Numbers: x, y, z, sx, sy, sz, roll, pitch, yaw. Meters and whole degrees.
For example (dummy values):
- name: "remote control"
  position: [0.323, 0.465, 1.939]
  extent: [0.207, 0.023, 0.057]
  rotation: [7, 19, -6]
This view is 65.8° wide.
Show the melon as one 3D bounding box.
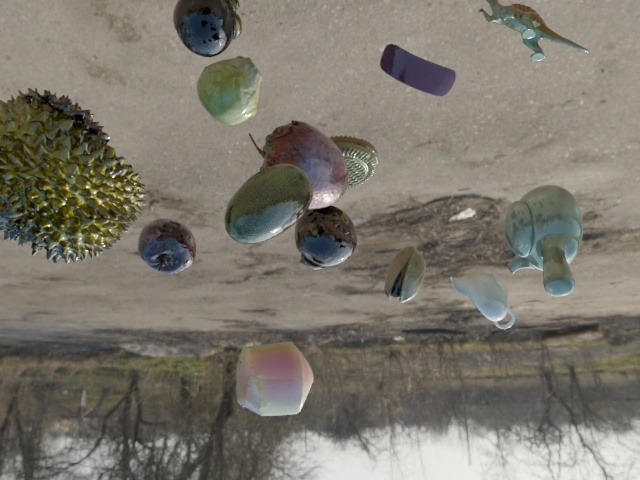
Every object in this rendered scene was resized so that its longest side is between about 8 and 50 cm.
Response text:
- name: "melon"
  position: [-0.078, -0.054, 0.747]
  extent: [0.162, 0.099, 0.099]
  rotation: [-41, -175, -33]

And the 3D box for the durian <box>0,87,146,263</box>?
- name: "durian"
  position: [-0.412, -0.092, 0.781]
  extent: [0.258, 0.258, 0.293]
  rotation: [-11, 140, 26]

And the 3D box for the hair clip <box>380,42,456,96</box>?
- name: "hair clip"
  position: [0.170, -0.297, 0.869]
  extent: [0.137, 0.022, 0.054]
  rotation: [25, 130, 1]

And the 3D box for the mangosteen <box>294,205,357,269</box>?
- name: "mangosteen"
  position: [0.000, 0.000, 1.469]
  extent: [0.192, 0.192, 0.217]
  rotation: [11, 142, -34]

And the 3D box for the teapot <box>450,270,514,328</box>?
- name: "teapot"
  position: [0.444, 0.150, 1.308]
  extent: [0.092, 0.145, 0.226]
  rotation: [-39, 105, 21]

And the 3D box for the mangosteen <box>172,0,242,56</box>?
- name: "mangosteen"
  position: [-0.356, -0.727, 1.629]
  extent: [0.250, 0.211, 0.211]
  rotation: [-42, -178, -30]

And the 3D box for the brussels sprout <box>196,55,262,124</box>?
- name: "brussels sprout"
  position: [-0.387, -0.643, 2.154]
  extent: [0.317, 0.273, 0.243]
  rotation: [-9, 179, 20]

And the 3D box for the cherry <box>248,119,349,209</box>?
- name: "cherry"
  position: [-0.029, -0.161, 1.123]
  extent: [0.250, 0.192, 0.175]
  rotation: [29, 114, -38]

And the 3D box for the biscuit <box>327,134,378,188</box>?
- name: "biscuit"
  position: [0.054, -0.230, 1.507]
  extent: [0.259, 0.079, 0.259]
  rotation: [-2, 157, -1]

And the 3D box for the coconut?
- name: "coconut"
  position: [-0.144, 0.453, 1.622]
  extent: [0.245, 0.233, 0.233]
  rotation: [4, 161, -24]

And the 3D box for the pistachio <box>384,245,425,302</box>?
- name: "pistachio"
  position: [0.318, 0.125, 1.857]
  extent: [0.138, 0.237, 0.153]
  rotation: [12, 153, 23]

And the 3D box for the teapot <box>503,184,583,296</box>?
- name: "teapot"
  position: [0.514, -0.014, 1.117]
  extent: [0.149, 0.219, 0.318]
  rotation: [-5, -174, 3]

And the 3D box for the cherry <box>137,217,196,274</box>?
- name: "cherry"
  position: [-0.497, 0.012, 1.598]
  extent: [0.195, 0.195, 0.195]
  rotation: [-2, 161, -1]

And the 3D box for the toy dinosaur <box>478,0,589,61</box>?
- name: "toy dinosaur"
  position: [0.397, -0.413, 0.949]
  extent: [0.212, 0.142, 0.057]
  rotation: [12, 145, -18]
